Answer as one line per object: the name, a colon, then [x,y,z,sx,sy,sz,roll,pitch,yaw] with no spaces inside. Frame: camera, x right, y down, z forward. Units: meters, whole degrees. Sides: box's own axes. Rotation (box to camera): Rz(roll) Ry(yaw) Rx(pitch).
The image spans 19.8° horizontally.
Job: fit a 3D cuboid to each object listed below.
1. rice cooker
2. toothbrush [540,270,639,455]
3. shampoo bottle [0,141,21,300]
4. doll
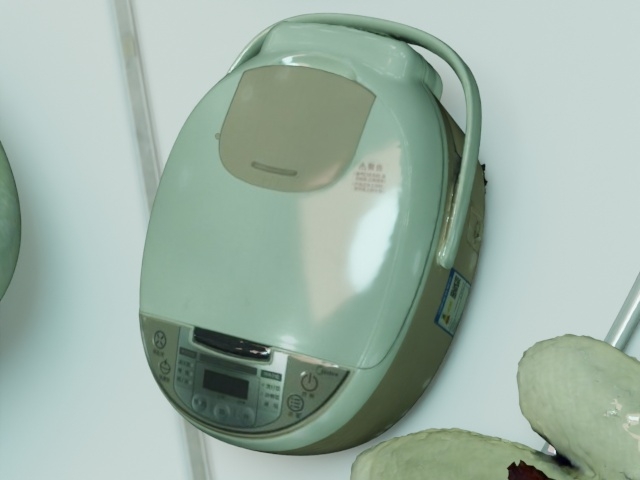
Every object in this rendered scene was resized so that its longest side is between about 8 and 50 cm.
rice cooker: [0.000,0.000,0.848,0.145,0.127,0.206,13,77,27]
toothbrush: [0.188,-0.044,0.828,0.030,0.025,0.342,27,87,22]
shampoo bottle: [-0.330,0.013,0.886,0.317,0.322,0.322,-38,62,20]
doll: [0.124,0.142,0.742,0.278,0.149,0.175,-10,114,35]
